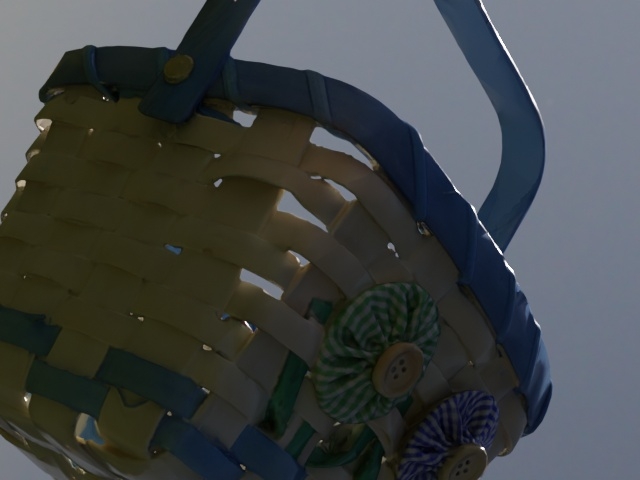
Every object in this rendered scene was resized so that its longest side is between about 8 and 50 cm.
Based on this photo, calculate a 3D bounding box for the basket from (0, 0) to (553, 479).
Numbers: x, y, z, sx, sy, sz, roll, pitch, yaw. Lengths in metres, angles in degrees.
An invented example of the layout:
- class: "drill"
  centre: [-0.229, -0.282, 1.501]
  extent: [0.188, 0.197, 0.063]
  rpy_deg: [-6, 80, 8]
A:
- class: "basket"
  centre: [0.000, 0.000, 0.689]
  extent: [0.201, 0.255, 0.289]
  rpy_deg: [9, -118, 33]
